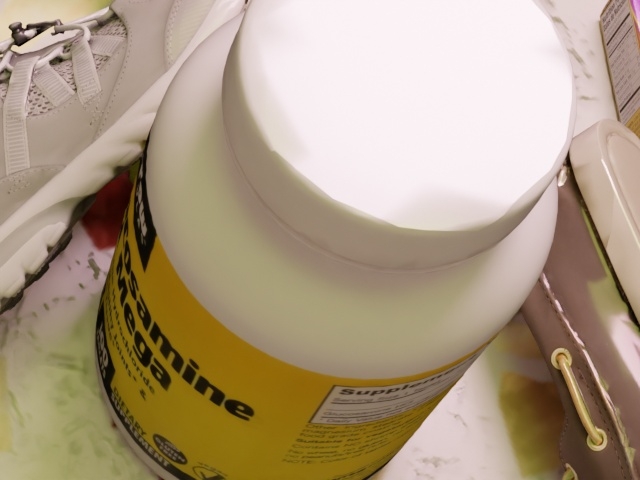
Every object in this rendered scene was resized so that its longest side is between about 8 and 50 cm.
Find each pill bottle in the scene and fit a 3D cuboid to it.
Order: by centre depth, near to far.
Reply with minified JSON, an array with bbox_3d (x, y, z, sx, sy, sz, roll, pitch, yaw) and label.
[{"bbox_3d":[0.000,0.000,0.867,0.188,0.334,0.188,5,65,-11],"label":"pill bottle"}]

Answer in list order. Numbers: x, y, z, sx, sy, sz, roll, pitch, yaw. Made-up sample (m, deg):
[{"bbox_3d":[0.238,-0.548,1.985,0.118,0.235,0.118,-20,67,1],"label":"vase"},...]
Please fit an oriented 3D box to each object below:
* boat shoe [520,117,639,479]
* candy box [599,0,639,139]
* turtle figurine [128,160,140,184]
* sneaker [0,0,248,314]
[{"bbox_3d":[0.178,0.096,1.001,0.116,0.097,0.324,8,60,-56],"label":"boat shoe"},{"bbox_3d":[0.245,-0.070,1.117,0.109,0.053,0.186,-1,68,-14],"label":"candy box"},{"bbox_3d":[-0.096,-0.145,1.046,0.269,0.087,0.217,29,72,-17],"label":"turtle figurine"},{"bbox_3d":[-0.138,-0.075,0.928,0.115,0.105,0.281,42,86,-4],"label":"sneaker"}]
